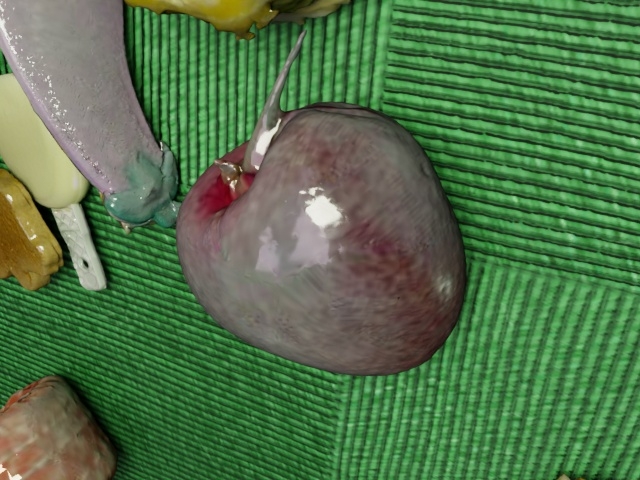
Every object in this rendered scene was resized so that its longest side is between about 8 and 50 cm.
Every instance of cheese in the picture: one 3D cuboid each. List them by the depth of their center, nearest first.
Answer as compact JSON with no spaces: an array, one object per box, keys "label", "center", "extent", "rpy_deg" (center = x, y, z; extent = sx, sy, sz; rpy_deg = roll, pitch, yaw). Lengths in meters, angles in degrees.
[{"label":"cheese","center":[-0.282,-0.061,0.666],"extent":[0.127,0.054,0.251],"rpy_deg":[-2,111,32]}]

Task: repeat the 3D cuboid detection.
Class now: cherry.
[{"label":"cherry","center":[0.000,0.000,0.471],"extent":[0.213,0.183,0.266],"rpy_deg":[-17,116,45]}]

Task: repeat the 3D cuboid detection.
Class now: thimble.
[{"label":"thimble","center":[-0.378,0.293,0.758],"extent":[0.239,0.239,0.162],"rpy_deg":[-31,99,33]}]

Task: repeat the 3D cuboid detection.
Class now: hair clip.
[{"label":"hair clip","center":[-0.214,-0.170,0.553],"extent":[0.110,0.095,0.358],"rpy_deg":[-11,117,-2]}]

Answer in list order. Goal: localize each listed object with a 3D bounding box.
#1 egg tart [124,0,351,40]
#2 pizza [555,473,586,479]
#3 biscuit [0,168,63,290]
[{"label":"egg tart","center":[-0.086,-0.232,0.375],"extent":[0.315,0.120,0.315],"rpy_deg":[17,154,9]},{"label":"pizza","center":[0.298,0.296,0.513],"extent":[0.288,0.074,0.251],"rpy_deg":[-35,93,32]},{"label":"biscuit","center":[-0.375,-0.015,0.722],"extent":[0.225,0.036,0.166],"rpy_deg":[-8,115,44]}]
